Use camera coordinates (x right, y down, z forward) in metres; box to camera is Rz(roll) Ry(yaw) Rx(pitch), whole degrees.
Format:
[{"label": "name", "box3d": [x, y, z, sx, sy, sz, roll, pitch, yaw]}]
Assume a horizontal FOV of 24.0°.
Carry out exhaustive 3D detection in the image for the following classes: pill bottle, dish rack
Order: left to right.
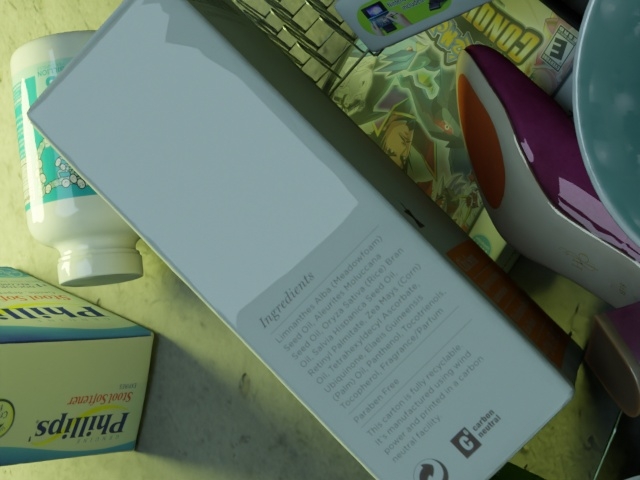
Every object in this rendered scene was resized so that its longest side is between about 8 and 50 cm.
[{"label": "pill bottle", "box3d": [-0.253, -0.086, 1.642, 0.146, 0.146, 0.264, -15, 80, 41]}, {"label": "dish rack", "box3d": [-0.036, -0.193, 1.431, 0.271, 0.074, 0.208, -48, 37, 12]}]

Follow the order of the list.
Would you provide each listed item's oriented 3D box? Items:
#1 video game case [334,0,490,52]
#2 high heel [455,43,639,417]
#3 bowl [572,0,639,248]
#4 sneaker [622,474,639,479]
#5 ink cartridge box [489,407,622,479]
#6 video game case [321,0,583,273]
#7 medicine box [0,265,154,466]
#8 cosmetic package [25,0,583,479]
[{"label": "video game case", "box3d": [0.153, -0.298, 1.235, 0.244, 0.061, 0.269, -18, 37, 39]}, {"label": "high heel", "box3d": [0.248, -0.031, 1.227, 0.127, 0.181, 0.377, 97, 153, -58]}, {"label": "bowl", "box3d": [0.355, -0.114, 1.084, 0.312, 0.163, 0.311, -1, 89, 42]}, {"label": "sneaker", "box3d": [0.311, 0.185, 1.118, 0.292, 0.169, 0.108, -53, 55, 26]}, {"label": "ink cartridge box", "box3d": [0.162, 0.220, 1.225, 0.097, 0.189, 0.255, 23, 106, 13]}, {"label": "video game case", "box3d": [0.127, -0.132, 1.376, 0.275, 0.035, 0.248, 47, 119, 32]}, {"label": "medicine box", "box3d": [-0.381, 0.134, 1.673, 0.289, 0.263, 0.149, 18, 102, 40]}, {"label": "cosmetic package", "box3d": [0.000, 0.000, 1.235, 0.453, 0.230, 0.161, 45, 101, 5]}]
